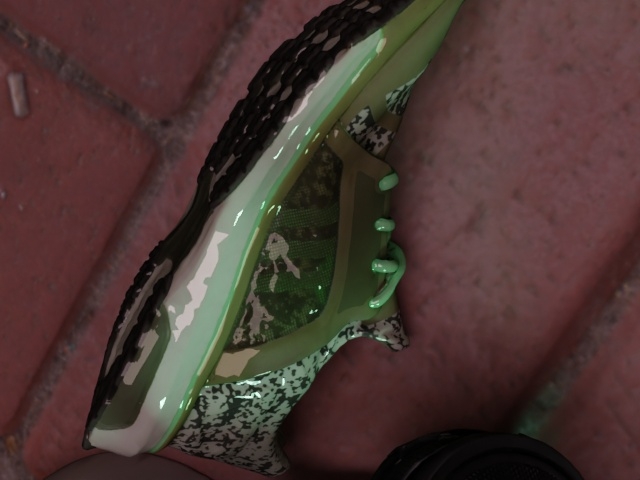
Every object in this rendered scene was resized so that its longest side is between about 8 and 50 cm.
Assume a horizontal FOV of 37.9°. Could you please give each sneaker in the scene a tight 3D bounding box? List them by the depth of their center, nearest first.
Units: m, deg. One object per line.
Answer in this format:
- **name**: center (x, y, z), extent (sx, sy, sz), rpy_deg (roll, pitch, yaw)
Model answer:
- **sneaker**: center (0.000, 0.000, 0.654), extent (0.182, 0.158, 0.410), rpy_deg (29, 106, -20)

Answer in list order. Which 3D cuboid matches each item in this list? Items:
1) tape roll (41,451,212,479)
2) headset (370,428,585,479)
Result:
- **tape roll**: center (-0.165, 0.319, 0.744), extent (0.286, 0.100, 0.286), rpy_deg (3, 99, 18)
- **headset**: center (0.096, 0.156, 0.583), extent (0.394, 0.243, 0.185), rpy_deg (0, 80, 3)
